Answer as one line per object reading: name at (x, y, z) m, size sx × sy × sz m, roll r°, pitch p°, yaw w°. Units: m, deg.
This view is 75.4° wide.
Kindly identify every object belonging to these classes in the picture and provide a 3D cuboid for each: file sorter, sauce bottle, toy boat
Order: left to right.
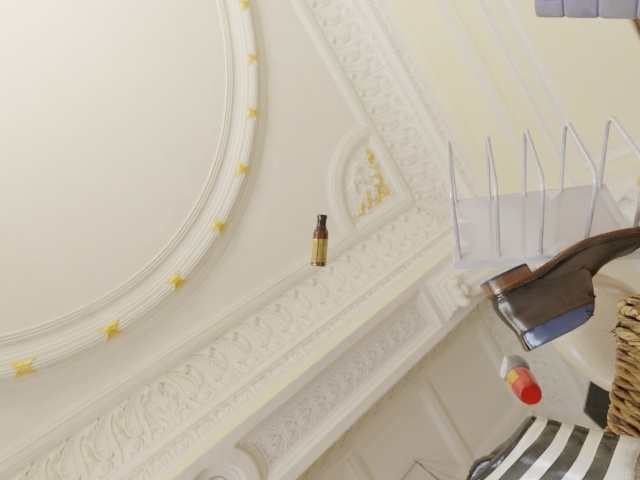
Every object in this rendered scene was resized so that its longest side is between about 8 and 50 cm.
sauce bottle at (0.000, 0.000, 1.021) m, size 0.042 × 0.042 × 0.128 m, roll 8°, pitch -91°, yaw -25°
file sorter at (0.363, -0.084, 0.708) m, size 0.193 × 0.277 × 0.173 m, roll -72°, pitch -29°, yaw -47°
toy boat at (0.517, 0.214, 0.854) m, size 0.318 × 0.148 × 0.267 m, roll -39°, pitch -90°, yaw 12°

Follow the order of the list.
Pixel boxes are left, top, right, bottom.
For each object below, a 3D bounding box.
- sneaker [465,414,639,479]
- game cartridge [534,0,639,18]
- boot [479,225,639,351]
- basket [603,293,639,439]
sneaker at (0.267, 0.371, 0.421) m, size 0.169 × 0.257 × 0.448 m, roll -18°, pitch -72°, yaw -36°
game cartridge at (0.265, -0.331, 0.308) m, size 0.068 × 0.230 × 0.355 m, roll -58°, pitch -41°, yaw -9°
boot at (0.340, 0.064, 0.552) m, size 0.219 × 0.082 × 0.106 m, roll -25°, pitch -110°, yaw 11°
basket at (0.476, 0.194, 0.400) m, size 0.213 × 0.299 × 0.223 m, roll -9°, pitch -73°, yaw -6°
